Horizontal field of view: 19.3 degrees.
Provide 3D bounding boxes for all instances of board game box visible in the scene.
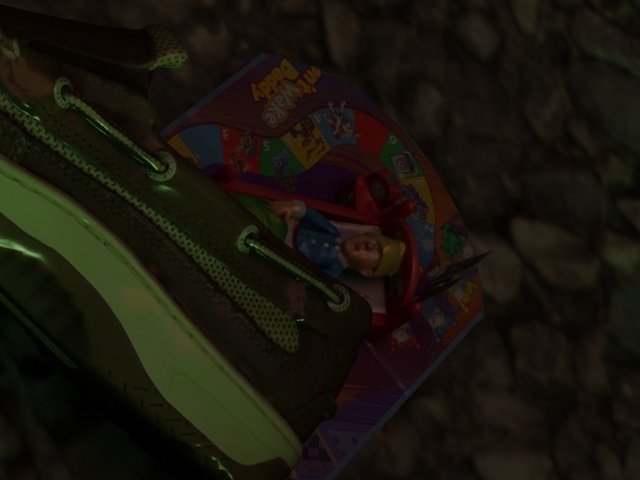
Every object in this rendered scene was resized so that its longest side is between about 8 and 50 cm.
[{"bbox_3d":[0.000,0.000,0.675,0.133,0.033,0.168,52,48,-4],"label":"board game box"}]

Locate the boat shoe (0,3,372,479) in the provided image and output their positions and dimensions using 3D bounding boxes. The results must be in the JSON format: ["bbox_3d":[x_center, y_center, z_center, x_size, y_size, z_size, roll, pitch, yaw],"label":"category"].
[{"bbox_3d":[-0.085,-0.033,0.579,0.257,0.095,0.095,47,73,-21],"label":"boat shoe"}]
